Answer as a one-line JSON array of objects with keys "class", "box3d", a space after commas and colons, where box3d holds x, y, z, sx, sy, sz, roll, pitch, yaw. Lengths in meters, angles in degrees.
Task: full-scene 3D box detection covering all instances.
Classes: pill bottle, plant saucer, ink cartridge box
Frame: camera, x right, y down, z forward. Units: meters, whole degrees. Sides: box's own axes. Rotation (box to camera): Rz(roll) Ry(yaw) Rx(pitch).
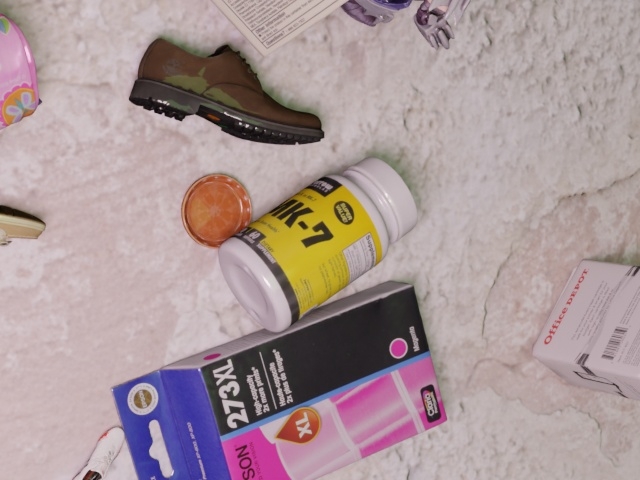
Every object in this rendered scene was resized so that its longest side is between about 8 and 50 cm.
[{"class": "pill bottle", "box3d": [0.000, 0.000, 1.473, 0.208, 0.119, 0.119, -35, 107, -22]}, {"class": "plant saucer", "box3d": [-0.117, -0.032, 1.470, 0.083, 0.013, 0.083, -1, 93, -28]}, {"class": "ink cartridge box", "box3d": [-0.038, 0.186, 1.497, 0.371, 0.069, 0.175, -19, 101, -23]}, {"class": "ink cartridge box", "box3d": [0.381, 0.112, 1.626, 0.086, 0.203, 0.148, 37, 77, -26]}]

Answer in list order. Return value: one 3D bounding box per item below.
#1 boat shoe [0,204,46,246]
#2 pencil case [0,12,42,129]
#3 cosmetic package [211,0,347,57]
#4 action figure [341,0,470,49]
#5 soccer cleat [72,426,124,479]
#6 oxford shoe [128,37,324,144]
[{"class": "boat shoe", "box3d": [-0.356, -0.012, 1.328, 0.153, 0.056, 0.048, 6, 99, -26]}, {"class": "pencil case", "box3d": [-0.411, -0.134, 1.259, 0.284, 0.124, 0.124, -26, 104, -24]}, {"class": "cosmetic package", "box3d": [-0.090, -0.360, 1.373, 0.296, 0.153, 0.129, 47, 37, -23]}, {"class": "action figure", "box3d": [0.132, -0.296, 1.431, 0.099, 0.285, 0.185, 41, 75, -23]}, {"class": "soccer cleat", "box3d": [-0.236, 0.238, 1.410, 0.029, 0.035, 0.083, 43, 74, -22]}, {"class": "oxford shoe", "box3d": [-0.089, -0.164, 1.441, 0.227, 0.083, 0.096, 18, 80, -28]}]
